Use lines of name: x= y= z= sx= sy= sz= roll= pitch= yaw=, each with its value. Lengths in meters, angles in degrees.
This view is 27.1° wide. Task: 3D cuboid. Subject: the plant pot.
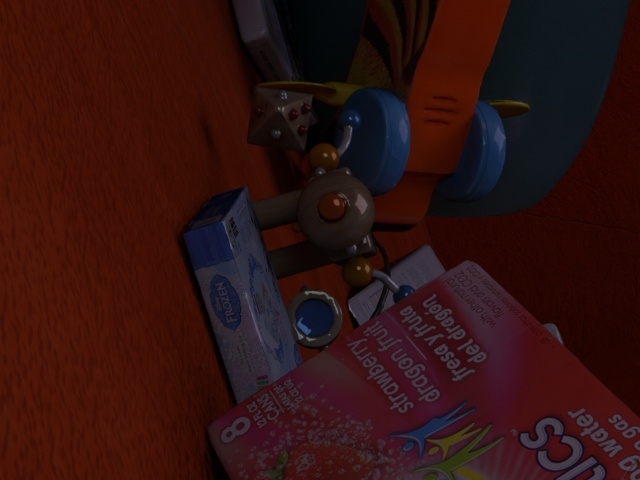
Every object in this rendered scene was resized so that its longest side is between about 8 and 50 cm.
plant pot: x=0.107 y=-0.155 z=1.095 sx=0.293 sy=0.293 sz=0.235 roll=-87 pitch=-179 yaw=-71

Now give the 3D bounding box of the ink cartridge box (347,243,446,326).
ink cartridge box: x=0.089 y=0.110 z=1.146 sx=0.181 sy=0.056 sz=0.225 roll=58 pitch=27 yaw=1

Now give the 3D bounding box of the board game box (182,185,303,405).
board game box: x=-0.031 y=0.028 z=0.567 sx=0.090 sy=0.020 sz=0.090 roll=-74 pitch=147 yaw=-79

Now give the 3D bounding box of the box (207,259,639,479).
box: x=0.076 y=0.135 z=0.414 sx=0.257 sy=0.123 sz=0.128 roll=50 pitch=-11 yaw=54

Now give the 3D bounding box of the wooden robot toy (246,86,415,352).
wooden robot toy: x=0.000 y=0.000 z=0.618 sx=0.079 sy=0.076 sz=0.173 roll=83 pitch=-10 yaw=-84

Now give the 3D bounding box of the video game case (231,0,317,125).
video game case: x=-0.050 y=-0.196 z=0.967 sx=0.173 sy=0.022 sz=0.190 roll=52 pitch=21 yaw=-71

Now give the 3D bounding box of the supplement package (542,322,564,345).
supplement package: x=0.090 y=0.161 z=0.735 sx=0.244 sy=0.139 sz=0.134 roll=62 pitch=14 yaw=-64

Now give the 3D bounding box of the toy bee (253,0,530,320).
toy bee: x=0.033 y=-0.067 z=0.899 sx=0.195 sy=0.298 sz=0.162 roll=27 pitch=4 yaw=-33
